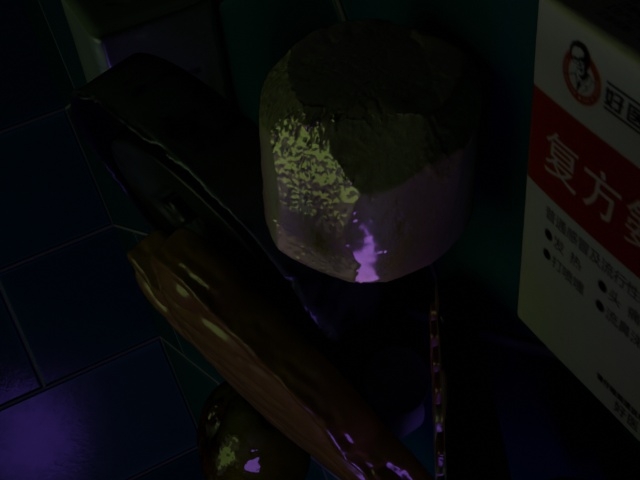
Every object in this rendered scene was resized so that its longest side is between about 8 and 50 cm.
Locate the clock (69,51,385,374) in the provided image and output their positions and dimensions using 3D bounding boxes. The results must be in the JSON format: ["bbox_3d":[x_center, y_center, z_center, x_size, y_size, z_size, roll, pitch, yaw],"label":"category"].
[{"bbox_3d":[-0.080,-0.018,0.850,0.325,0.067,0.325,41,165,14],"label":"clock"}]

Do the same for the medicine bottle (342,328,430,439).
[{"bbox_3d":[0.047,0.142,0.987,0.119,0.069,0.183,62,164,4],"label":"medicine bottle"}]

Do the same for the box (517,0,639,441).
[{"bbox_3d":[0.208,0.057,0.398,0.353,0.069,0.214,49,156,41],"label":"box"}]

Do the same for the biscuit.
[{"bbox_3d":[-0.049,0.115,0.891,0.351,0.057,0.312,52,164,-31],"label":"biscuit"}]

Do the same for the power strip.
[{"bbox_3d":[-0.189,-0.188,1.148,0.139,0.140,0.224,49,157,43],"label":"power strip"}]

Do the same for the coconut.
[{"bbox_3d":[0.032,-0.051,0.652,0.147,0.147,0.152,53,154,37],"label":"coconut"}]

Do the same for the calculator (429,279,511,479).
[{"bbox_3d":[0.104,0.174,0.711,0.329,0.048,0.220,-90,-7,-53],"label":"calculator"}]

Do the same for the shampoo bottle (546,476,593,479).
[{"bbox_3d":[0.177,0.188,0.601,0.085,0.085,0.262,65,170,6],"label":"shampoo bottle"}]

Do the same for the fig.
[{"bbox_3d":[-0.093,0.298,1.472,0.191,0.181,0.181,45,177,-34],"label":"fig"}]
